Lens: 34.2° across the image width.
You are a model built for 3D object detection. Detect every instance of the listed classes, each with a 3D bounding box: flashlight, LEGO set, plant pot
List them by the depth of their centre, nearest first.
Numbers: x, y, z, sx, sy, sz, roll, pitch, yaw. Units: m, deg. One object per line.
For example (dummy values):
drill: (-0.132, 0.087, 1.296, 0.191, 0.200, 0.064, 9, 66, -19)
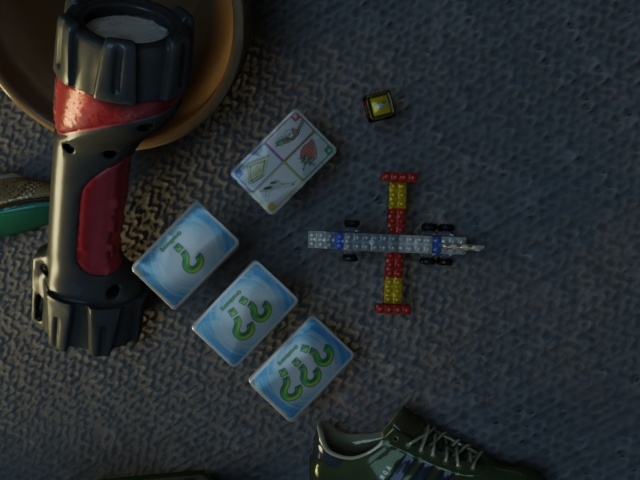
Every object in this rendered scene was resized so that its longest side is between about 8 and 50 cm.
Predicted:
LEGO set: (0.000, 0.000, 0.812, 0.244, 0.060, 0.182, -45, 94, -1)
flashlight: (-0.164, -0.040, 0.821, 0.103, 0.103, 0.304, 44, 136, 37)
plant pot: (-0.160, -0.202, 0.845, 0.238, 0.109, 0.237, 7, 120, 12)

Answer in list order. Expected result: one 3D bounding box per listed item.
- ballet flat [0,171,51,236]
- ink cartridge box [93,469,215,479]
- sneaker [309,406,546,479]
ballet flat: (-0.317, -0.028, 0.945, 0.206, 0.073, 0.067, -20, 70, 14)
ink cartridge box: (-0.166, 0.328, 0.836, 0.189, 0.097, 0.255, -1, 91, -23)
sneaker: (0.077, 0.174, 0.815, 0.192, 0.064, 0.086, -8, 93, 21)
